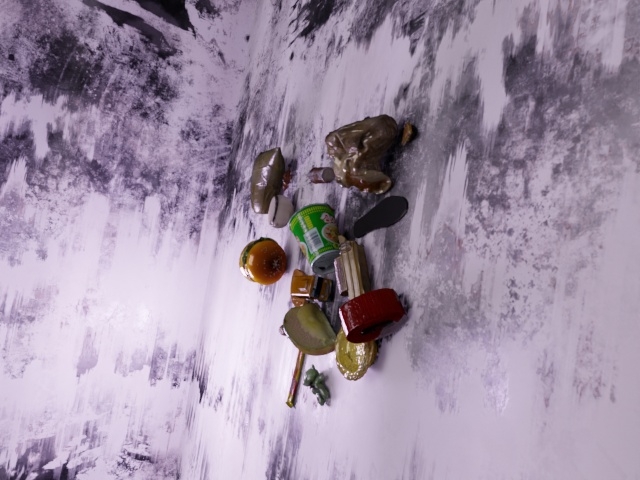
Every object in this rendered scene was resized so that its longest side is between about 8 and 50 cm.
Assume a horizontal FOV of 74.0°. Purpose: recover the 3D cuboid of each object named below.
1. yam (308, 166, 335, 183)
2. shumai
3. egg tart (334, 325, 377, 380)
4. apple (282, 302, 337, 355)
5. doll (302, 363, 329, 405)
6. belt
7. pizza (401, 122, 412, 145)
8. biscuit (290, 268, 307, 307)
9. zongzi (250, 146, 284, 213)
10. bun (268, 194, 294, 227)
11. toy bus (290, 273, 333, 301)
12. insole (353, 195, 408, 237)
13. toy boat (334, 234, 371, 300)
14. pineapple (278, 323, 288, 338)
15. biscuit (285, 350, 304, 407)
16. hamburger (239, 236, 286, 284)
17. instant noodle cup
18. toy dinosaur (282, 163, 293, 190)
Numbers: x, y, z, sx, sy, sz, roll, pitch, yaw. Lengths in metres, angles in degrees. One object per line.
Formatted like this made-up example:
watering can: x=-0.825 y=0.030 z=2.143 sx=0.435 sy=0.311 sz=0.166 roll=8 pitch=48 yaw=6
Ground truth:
yam: x=0.004 y=-0.289 z=1.892 sx=0.141 sy=0.079 sz=0.079 roll=14 pitch=93 yaw=60
shumai: x=0.165 y=-0.294 z=1.531 sx=0.314 sy=0.266 sz=0.263 roll=-83 pitch=-24 yaw=-79
egg tart: x=0.124 y=0.365 z=1.426 sx=0.212 sy=0.090 sz=0.213 roll=-34 pitch=50 yaw=55
apple: x=-0.056 y=0.363 z=1.669 sx=0.265 sy=0.193 sz=0.120 roll=-126 pitch=42 yaw=-52
doll: x=-0.019 y=0.563 z=1.651 sx=0.150 sy=0.077 sz=0.115 roll=49 pitch=135 yaw=43
belt: x=0.159 y=0.225 z=1.319 sx=0.128 sy=0.200 sz=0.124 roll=70 pitch=-179 yaw=-47
pizza: x=0.294 y=-0.355 z=1.432 sx=0.083 sy=0.025 sz=0.078 roll=-85 pitch=8 yaw=-50
biscuit: x=-0.096 y=0.227 z=1.946 sx=0.142 sy=0.028 sz=0.221 roll=-57 pitch=36 yaw=34
zongzi: x=-0.280 y=-0.312 z=2.278 sx=0.393 sy=0.174 sz=0.357 roll=-159 pitch=78 yaw=-74
bun: x=-0.195 y=-0.144 z=2.165 sx=0.172 sy=0.119 sz=0.173 roll=-170 pitch=90 yaw=-70
toy bus: x=-0.039 y=0.195 z=1.753 sx=0.201 sy=0.114 sz=0.098 roll=-11 pitch=63 yaw=62
insole: x=0.205 y=-0.079 z=1.512 sx=0.309 sy=0.012 sz=0.110 roll=-34 pitch=52 yaw=54
toy boat: x=0.110 y=0.127 z=1.515 sx=0.115 sy=0.089 sz=0.311 roll=-19 pitch=65 yaw=26
pineapple: x=-0.141 y=0.427 z=1.954 sx=0.124 sy=0.058 sz=0.058 roll=18 pitch=97 yaw=48
biscuit: x=-0.103 y=0.581 z=1.843 sx=0.048 sy=0.026 sz=0.292 roll=17 pitch=97 yaw=42
hamburger: x=-0.275 y=0.106 z=2.108 sx=0.169 sy=0.245 sz=0.246 roll=7 pitch=87 yaw=51
instant noodle cup: x=0.000 y=0.000 z=1.692 sx=0.207 sy=0.206 sz=0.233 roll=-55 pitch=42 yaw=38
toy dinosaur: x=-0.176 y=-0.338 z=2.274 sx=0.055 sy=0.049 sz=0.154 roll=153 pitch=129 yaw=-72
